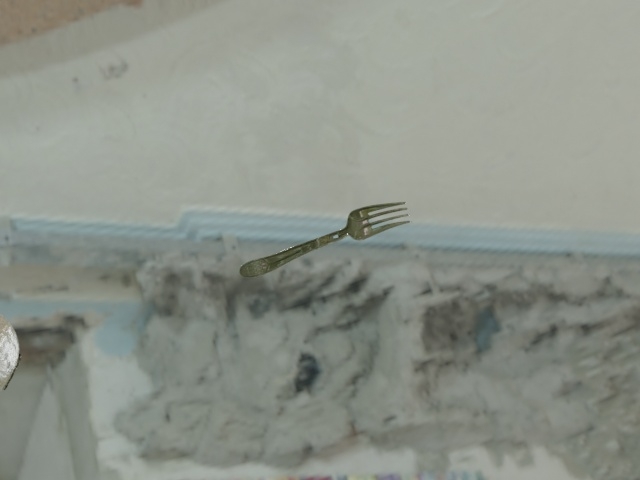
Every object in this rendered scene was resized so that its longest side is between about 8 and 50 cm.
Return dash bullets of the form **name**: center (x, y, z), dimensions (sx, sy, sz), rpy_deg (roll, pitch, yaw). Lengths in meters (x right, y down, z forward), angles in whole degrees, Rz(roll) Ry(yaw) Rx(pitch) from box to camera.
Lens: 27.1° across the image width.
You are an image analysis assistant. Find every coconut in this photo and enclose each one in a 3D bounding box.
- **coconut**: center (-0.343, 0.108, 1.273), dimensions (0.110, 0.124, 0.110), rpy_deg (-6, -77, -26)

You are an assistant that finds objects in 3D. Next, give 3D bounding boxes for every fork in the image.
- **fork**: center (-0.004, 0.000, 1.431), dimensions (0.219, 0.034, 0.028), rpy_deg (-20, -8, 31)
